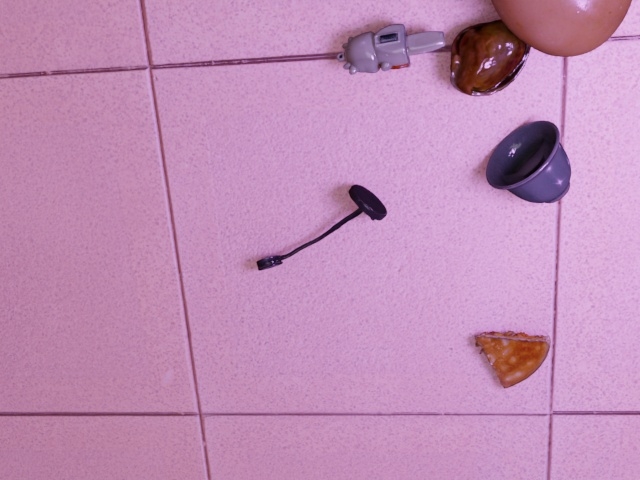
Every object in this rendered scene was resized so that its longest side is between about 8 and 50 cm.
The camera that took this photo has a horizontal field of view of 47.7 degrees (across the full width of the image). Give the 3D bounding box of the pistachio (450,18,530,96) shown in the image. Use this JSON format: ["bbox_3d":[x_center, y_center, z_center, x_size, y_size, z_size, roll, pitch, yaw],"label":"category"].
[{"bbox_3d":[0.384,-0.423,1.647,0.210,0.130,0.165,-43,97,10],"label":"pistachio"}]

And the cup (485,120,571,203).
[{"bbox_3d":[0.516,-0.161,1.712,0.150,0.199,0.199,38,110,-26],"label":"cup"}]

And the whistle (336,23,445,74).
[{"bbox_3d":[0.160,-0.445,1.677,0.253,0.106,0.101,-8,99,15],"label":"whistle"}]

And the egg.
[{"bbox_3d":[0.491,-0.565,1.491,0.301,0.301,0.373,-11,110,10],"label":"egg"}]

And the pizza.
[{"bbox_3d":[0.500,0.285,1.922,0.193,0.053,0.201,37,120,-9],"label":"pizza"}]

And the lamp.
[{"bbox_3d":[-0.012,-0.036,1.866,0.371,0.130,0.108,-25,83,27],"label":"lamp"}]
